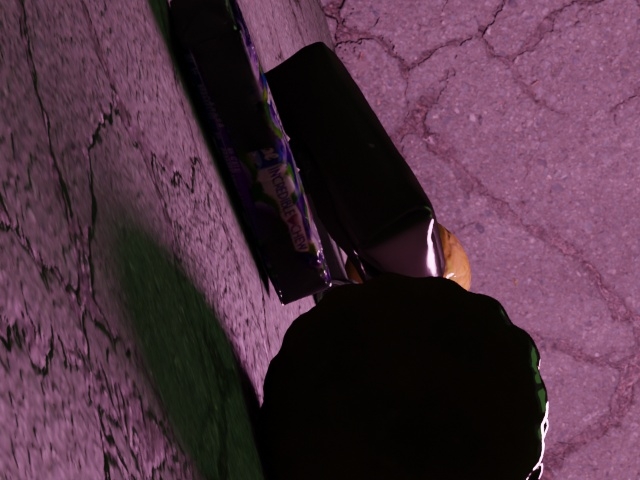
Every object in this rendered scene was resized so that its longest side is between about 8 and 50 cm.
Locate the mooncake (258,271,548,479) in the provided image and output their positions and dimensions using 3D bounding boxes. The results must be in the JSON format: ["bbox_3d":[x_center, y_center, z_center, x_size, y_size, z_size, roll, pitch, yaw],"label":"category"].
[{"bbox_3d":[0.067,0.142,1.551,0.124,0.228,0.228,81,-5,-77],"label":"mooncake"}]

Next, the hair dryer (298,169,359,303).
[{"bbox_3d":[-0.001,-0.002,2.257,0.155,0.044,0.183,3,66,-85],"label":"hair dryer"}]

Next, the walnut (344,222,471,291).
[{"bbox_3d":[0.112,0.046,2.559,0.197,0.165,0.165,-76,150,-73],"label":"walnut"}]

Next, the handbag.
[{"bbox_3d":[0.050,-0.055,2.234,0.285,0.113,0.257,60,3,33],"label":"handbag"}]

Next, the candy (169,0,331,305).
[{"bbox_3d":[-0.058,-0.081,1.761,0.088,0.061,0.312,-103,174,-51],"label":"candy"}]
